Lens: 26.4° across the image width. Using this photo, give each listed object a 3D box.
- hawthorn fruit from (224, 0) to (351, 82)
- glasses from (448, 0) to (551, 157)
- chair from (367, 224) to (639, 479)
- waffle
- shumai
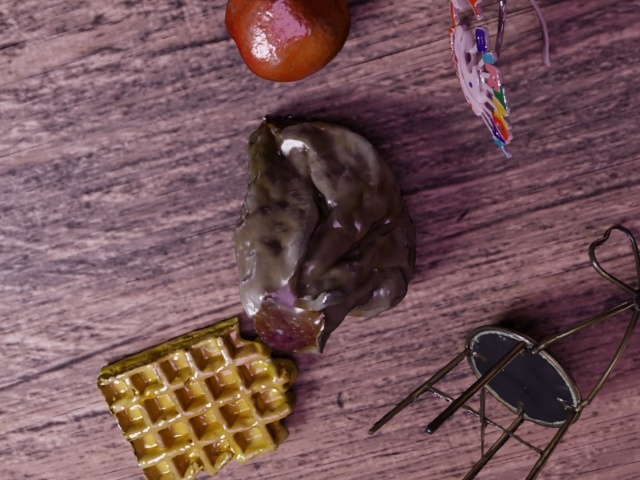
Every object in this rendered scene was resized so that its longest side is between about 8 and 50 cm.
[{"bbox_3d":[-0.035,-0.215,1.326,0.128,0.128,0.128,1,112,3],"label":"hawthorn fruit"},{"bbox_3d":[0.170,-0.207,1.289,0.095,0.162,0.255,-13,112,5],"label":"glasses"},{"bbox_3d":[0.223,0.146,1.449,0.325,0.170,0.160,-44,103,-27],"label":"chair"},{"bbox_3d":[-0.121,0.180,1.522,0.211,0.055,0.160,-20,109,10],"label":"waffle"},{"bbox_3d":[0.004,0.001,1.369,0.183,0.185,0.218,-2,112,4],"label":"shumai"}]
